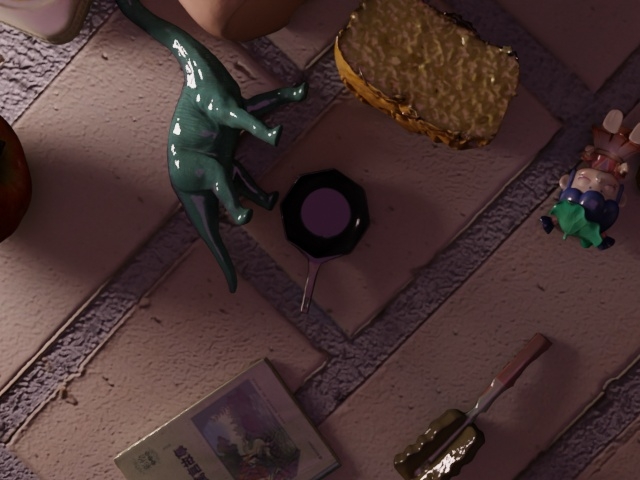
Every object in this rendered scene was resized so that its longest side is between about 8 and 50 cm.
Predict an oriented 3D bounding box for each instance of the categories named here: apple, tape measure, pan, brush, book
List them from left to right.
[{"bbox_3d":[-0.530,-0.083,1.374,0.229,0.230,0.230,0,94,2],"label":"apple"},{"bbox_3d":[-0.413,-0.438,1.387,0.231,0.133,0.271,24,93,-8],"label":"tape measure"},{"bbox_3d":[-0.141,0.337,1.487,0.282,0.025,0.215,-36,94,3],"label":"book"},{"bbox_3d":[-0.014,-0.009,1.442,0.128,0.048,0.202,36,93,0],"label":"pan"},{"bbox_3d":[0.235,0.254,1.450,0.084,0.071,0.301,44,89,2],"label":"brush"}]

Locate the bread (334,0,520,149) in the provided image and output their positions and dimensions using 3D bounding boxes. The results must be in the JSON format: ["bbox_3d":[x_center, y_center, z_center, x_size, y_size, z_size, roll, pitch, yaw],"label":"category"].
[{"bbox_3d":[0.140,-0.236,1.376,0.260,0.147,0.160,25,86,-6],"label":"bread"}]

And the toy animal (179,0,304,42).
[{"bbox_3d":[-0.139,-0.408,1.332,0.256,0.213,0.195,50,125,2],"label":"toy animal"}]

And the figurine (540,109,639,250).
[{"bbox_3d":[0.405,-0.081,1.399,0.111,0.102,0.195,28,92,12],"label":"figurine"}]

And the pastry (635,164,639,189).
[{"bbox_3d":[0.506,-0.122,1.414,0.080,0.056,0.140,29,88,-8],"label":"pastry"}]

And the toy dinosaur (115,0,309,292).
[{"bbox_3d":[-0.211,-0.159,1.427,0.330,0.129,0.384,21,96,11],"label":"toy dinosaur"}]
